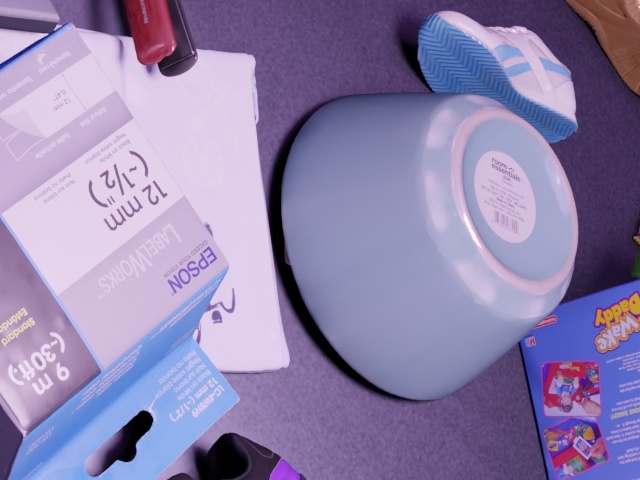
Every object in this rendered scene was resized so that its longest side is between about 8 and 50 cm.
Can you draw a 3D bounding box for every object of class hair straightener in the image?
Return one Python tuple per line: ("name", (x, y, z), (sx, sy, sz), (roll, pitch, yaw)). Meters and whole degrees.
("hair straightener", (-0.157, -0.247, 1.663), (0.089, 0.047, 0.230), (28, 38, -61))

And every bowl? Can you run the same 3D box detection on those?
("bowl", (0.129, -0.015, 1.757), (0.311, 0.163, 0.311), (20, 61, -41))

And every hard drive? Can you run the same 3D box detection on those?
("hard drive", (-0.292, -0.214, 1.527), (0.135, 0.022, 0.094), (2, 45, -43))

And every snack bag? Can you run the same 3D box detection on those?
("snack bag", (-0.165, -0.033, 1.594), (0.342, 0.037, 0.323), (6, 71, -41))

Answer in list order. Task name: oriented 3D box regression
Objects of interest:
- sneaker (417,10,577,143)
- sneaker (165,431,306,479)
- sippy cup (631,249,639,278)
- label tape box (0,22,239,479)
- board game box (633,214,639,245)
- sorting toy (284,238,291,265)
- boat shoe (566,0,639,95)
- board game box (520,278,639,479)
("sneaker", (0.182, -0.186, 1.944), (0.229, 0.087, 0.092), (30, 49, -39))
("sneaker", (-0.108, 0.272, 1.498), (0.146, 0.102, 0.293), (47, 44, -14))
("sippy cup", (0.459, 0.124, 1.976), (0.240, 0.224, 0.305), (-13, 84, -45))
("label tape box", (-0.203, 0.042, 1.432), (0.249, 0.115, 0.347), (-41, 101, -40))
("board game box", (0.446, -0.009, 2.137), (0.170, 0.048, 0.141), (41, 50, -24))
("sorting toy", (0.000, 0.000, 1.749), (0.083, 0.012, 0.062), (12, 66, -39))
("boat shoe", (0.343, -0.298, 2.121), (0.277, 0.098, 0.096), (58, 45, -23))
("board game box", (0.362, 0.146, 1.793), (0.078, 0.347, 0.233), (0, 76, -43))
